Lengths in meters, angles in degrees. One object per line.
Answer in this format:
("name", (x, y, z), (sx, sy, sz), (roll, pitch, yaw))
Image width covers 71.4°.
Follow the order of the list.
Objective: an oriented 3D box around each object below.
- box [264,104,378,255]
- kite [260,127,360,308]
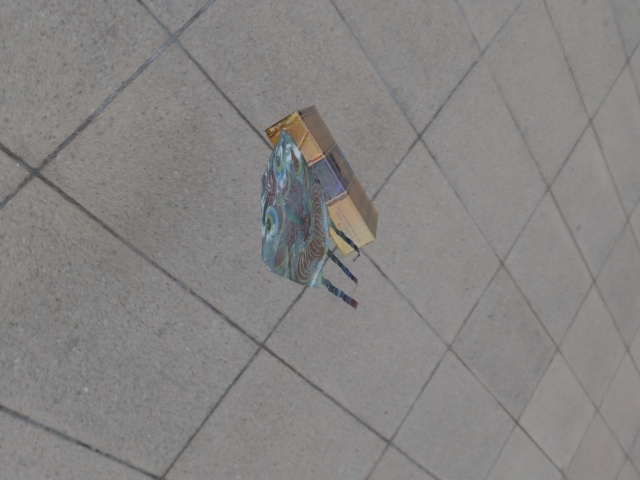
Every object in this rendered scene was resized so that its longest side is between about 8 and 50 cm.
("box", (0.013, -0.108, 0.755), (0.070, 0.152, 0.237), (-30, 103, 18))
("kite", (0.003, 0.000, 0.427), (0.229, 0.016, 0.127), (46, 47, -58))
